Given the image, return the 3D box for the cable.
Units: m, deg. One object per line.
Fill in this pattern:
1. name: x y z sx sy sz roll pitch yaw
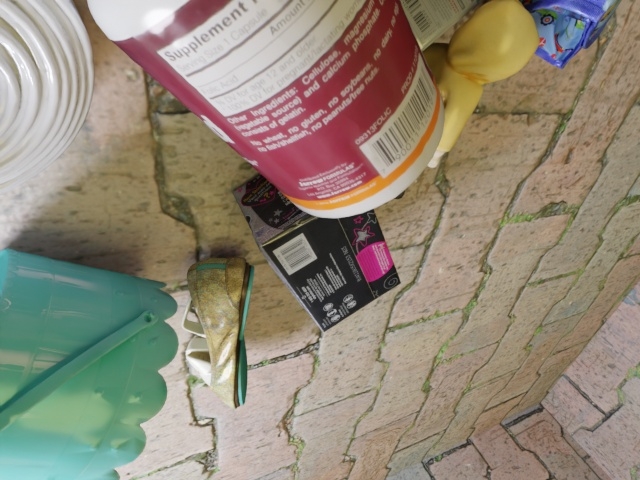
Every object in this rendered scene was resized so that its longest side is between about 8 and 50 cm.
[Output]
1. cable: -0.313 -0.136 0.328 0.257 0.089 0.257 -35 157 -21

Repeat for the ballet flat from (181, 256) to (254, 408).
1. ballet flat: -0.178 0.167 0.723 0.123 0.123 0.348 -11 132 -25

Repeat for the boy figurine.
1. boy figurine: 0.153 -0.187 0.560 0.092 0.177 0.285 16 138 -25

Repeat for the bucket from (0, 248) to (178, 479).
1. bucket: -0.324 0.152 0.501 0.183 0.281 0.281 27 110 -41

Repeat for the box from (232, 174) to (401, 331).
1. box: 0.000 0.000 0.656 0.163 0.142 0.247 -32 136 -3

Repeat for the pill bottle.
1. pill bottle: -0.052 -0.205 0.383 0.224 0.224 0.392 -42 137 6

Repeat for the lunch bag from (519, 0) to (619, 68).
1. lunch bag: 0.315 -0.336 0.456 0.221 0.138 0.293 -59 175 23

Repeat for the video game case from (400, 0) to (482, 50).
1. video game case: 0.120 -0.350 0.444 0.193 0.023 0.212 -40 108 4
